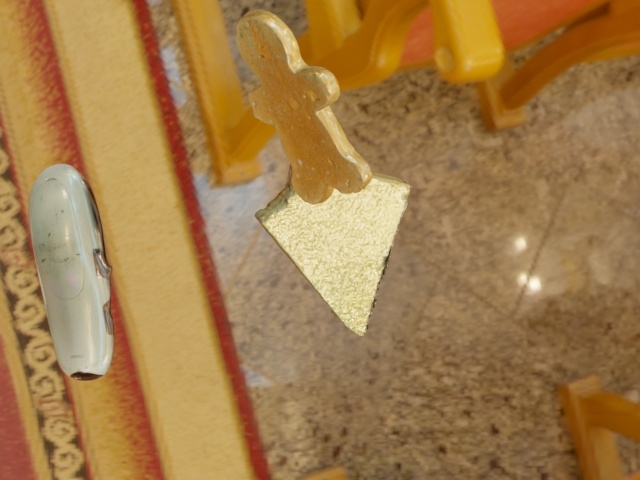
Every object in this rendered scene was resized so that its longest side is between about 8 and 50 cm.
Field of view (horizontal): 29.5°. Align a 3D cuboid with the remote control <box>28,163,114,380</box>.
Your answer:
[{"bbox_3d":[-0.291,0.038,1.419,0.045,0.097,0.256,-16,96,-65],"label":"remote control"}]

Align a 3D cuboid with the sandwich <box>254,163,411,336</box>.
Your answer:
[{"bbox_3d":[0.000,0.000,1.823,0.212,0.063,0.245,15,98,-17],"label":"sandwich"}]

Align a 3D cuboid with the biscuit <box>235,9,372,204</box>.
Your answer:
[{"bbox_3d":[-0.024,-0.152,1.370,0.030,0.153,0.234,-37,105,-35],"label":"biscuit"}]
